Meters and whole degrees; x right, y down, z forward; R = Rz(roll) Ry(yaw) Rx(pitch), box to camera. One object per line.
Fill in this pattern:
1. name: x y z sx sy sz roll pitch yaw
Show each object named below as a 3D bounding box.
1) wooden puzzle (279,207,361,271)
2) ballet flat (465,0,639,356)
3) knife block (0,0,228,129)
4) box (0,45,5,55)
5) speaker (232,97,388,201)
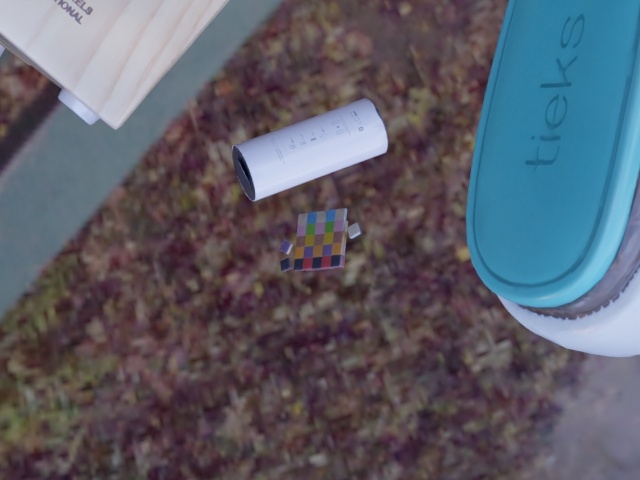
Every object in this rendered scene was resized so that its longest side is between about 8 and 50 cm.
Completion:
1. wooden puzzle: 0.000 0.000 1.349 0.083 0.049 0.006 -6 162 38
2. ballet flat: 0.144 -0.157 0.549 0.139 0.139 0.400 9 93 -24
3. knife block: -0.039 -0.164 0.519 0.242 0.275 0.088 -50 120 -4
4. box: -0.398 -0.211 1.155 0.345 0.168 0.215 40 110 -2
5. speaker: -0.010 -0.083 1.491 0.136 0.055 0.055 -21 134 -15
